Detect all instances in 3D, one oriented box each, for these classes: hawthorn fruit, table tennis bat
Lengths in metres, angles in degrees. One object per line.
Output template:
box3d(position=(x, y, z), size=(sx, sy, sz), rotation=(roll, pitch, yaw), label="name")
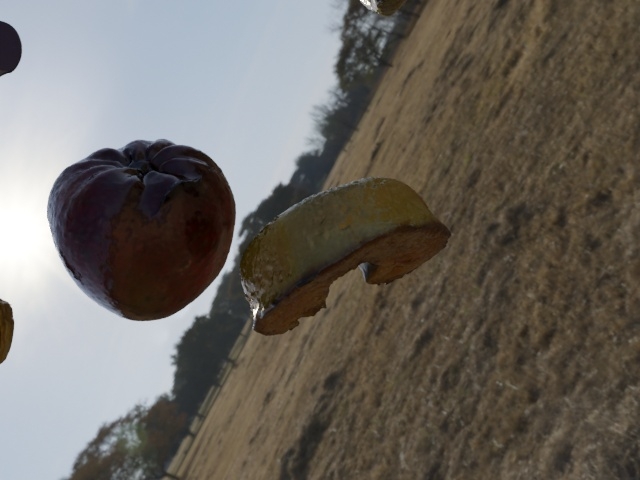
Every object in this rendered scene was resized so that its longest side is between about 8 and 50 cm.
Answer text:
box3d(position=(-0.370, -0.012, 1.329), size=(0.403, 0.402, 0.403), rotation=(-61, 4, 6), label="hawthorn fruit")
box3d(position=(-0.872, -0.479, 1.624), size=(0.019, 0.130, 0.221), rotation=(171, 107, -82), label="table tennis bat")

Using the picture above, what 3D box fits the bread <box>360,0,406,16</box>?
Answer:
box3d(position=(0.111, -0.582, 1.227), size=(0.134, 0.245, 0.244), rotation=(-35, 5, 2), label="bread")

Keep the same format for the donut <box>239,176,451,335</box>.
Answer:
box3d(position=(0.042, 0.009, 1.178), size=(0.434, 0.164, 0.378), rotation=(-22, -17, -18), label="donut")

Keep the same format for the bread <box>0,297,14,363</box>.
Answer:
box3d(position=(-0.830, 0.206, 1.392), size=(0.120, 0.235, 0.199), rotation=(-66, -13, -84), label="bread")
